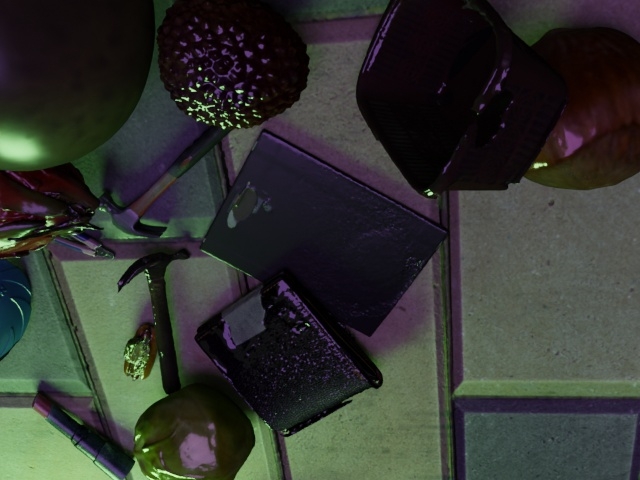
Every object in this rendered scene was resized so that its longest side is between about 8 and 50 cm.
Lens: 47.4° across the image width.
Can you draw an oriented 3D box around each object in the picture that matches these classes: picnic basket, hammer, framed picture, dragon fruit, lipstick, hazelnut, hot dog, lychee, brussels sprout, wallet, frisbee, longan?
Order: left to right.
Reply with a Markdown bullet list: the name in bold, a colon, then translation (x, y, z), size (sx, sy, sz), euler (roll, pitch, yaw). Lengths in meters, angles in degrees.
- **frisbee**: translation (-0.579, 0.136, 1.194), size (0.045, 0.242, 0.242), euler (28, 127, 34)
- **longan**: translation (-0.372, -0.261, 0.868), size (0.361, 0.361, 0.360), euler (4, 120, 7)
- **dragon fruit**: translation (-0.434, -0.082, 1.040), size (0.293, 0.234, 0.233), euler (8, 122, 22)
- **lipstick**: translation (-0.464, 0.378, 1.417), size (0.053, 0.053, 0.234), euler (-38, 104, 26)
- **hot dog**: translation (-0.320, 0.202, 1.294), size (0.056, 0.041, 0.133), euler (20, 121, -3)
- **hammer**: translation (-0.268, 0.148, 1.244), size (0.125, 0.027, 0.297), euler (-16, 127, -21)
- **hammer**: translation (-0.220, -0.105, 1.107), size (0.111, 0.033, 0.288), euler (43, 117, -15)
- **brussels sprout**: translation (-0.226, 0.355, 1.297), size (0.223, 0.161, 0.223), euler (0, 119, 0)
- **lychee**: translation (-0.105, -0.227, 0.932), size (0.188, 0.188, 0.188), euler (4, 120, 7)
- **wallet**: translation (-0.056, 0.200, 1.234), size (0.221, 0.071, 0.262), euler (-33, 105, 27)
- **framed picture**: translation (0.000, 0.000, 1.145), size (0.324, 0.013, 0.244), euler (29, 120, -7)
- **picnic basket**: translation (0.166, -0.188, 0.869), size (0.129, 0.296, 0.222), euler (9, 124, -25)
- **hazelnut**: translation (0.322, -0.164, 0.913), size (0.215, 0.176, 0.214), euler (0, 88, -10)

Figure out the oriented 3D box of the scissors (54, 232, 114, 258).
- **scissors**: translation (-0.394, 0.004, 1.208), size (0.113, 0.012, 0.039), euler (24, 121, -5)
